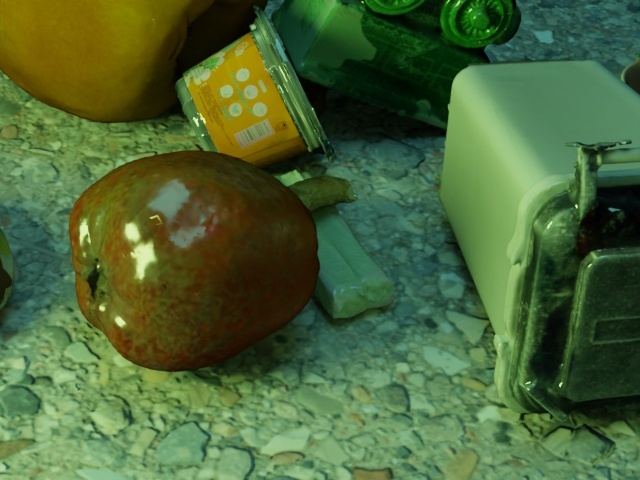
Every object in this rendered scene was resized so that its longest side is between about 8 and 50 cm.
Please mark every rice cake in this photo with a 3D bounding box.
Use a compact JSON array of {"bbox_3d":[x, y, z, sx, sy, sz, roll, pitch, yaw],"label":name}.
[{"bbox_3d":[0.000,0.001,1.702,0.080,0.042,0.222,-9,39,-25],"label":"rice cake"}]

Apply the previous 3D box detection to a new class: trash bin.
[{"bbox_3d":[0.257,-0.039,1.602,0.256,0.296,0.367,-5,33,-12],"label":"trash bin"}]

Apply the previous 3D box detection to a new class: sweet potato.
[{"bbox_3d":[-0.018,-0.188,1.928,0.068,0.068,0.226,5,38,-1],"label":"sweet potato"}]

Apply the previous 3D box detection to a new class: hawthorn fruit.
[{"bbox_3d":[-0.101,0.011,1.556,0.262,0.210,0.210,-13,40,-37],"label":"hawthorn fruit"}]

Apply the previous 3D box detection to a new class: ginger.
[{"bbox_3d":[-0.024,-0.038,1.684,0.137,0.057,0.044,-23,88,-44],"label":"ginger"}]

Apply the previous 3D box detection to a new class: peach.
[{"bbox_3d":[-0.232,-0.303,1.841,0.301,0.343,0.343,42,48,16],"label":"peach"}]

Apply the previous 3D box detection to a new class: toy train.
[{"bbox_3d":[0.093,-0.258,1.866,0.266,0.202,0.145,17,30,-29],"label":"toy train"}]

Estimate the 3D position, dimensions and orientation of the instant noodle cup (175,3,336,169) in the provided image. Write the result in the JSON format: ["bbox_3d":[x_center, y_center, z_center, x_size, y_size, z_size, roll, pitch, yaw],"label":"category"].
[{"bbox_3d":[-0.078,-0.143,1.784,0.125,0.177,0.208,-27,44,2],"label":"instant noodle cup"}]

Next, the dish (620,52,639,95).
[{"bbox_3d":[0.443,-0.140,1.904,0.213,0.090,0.213,4,40,-4],"label":"dish"}]

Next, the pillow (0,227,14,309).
[{"bbox_3d":[-0.405,0.017,1.562,0.233,0.086,0.214,-24,61,-42],"label":"pillow"}]
